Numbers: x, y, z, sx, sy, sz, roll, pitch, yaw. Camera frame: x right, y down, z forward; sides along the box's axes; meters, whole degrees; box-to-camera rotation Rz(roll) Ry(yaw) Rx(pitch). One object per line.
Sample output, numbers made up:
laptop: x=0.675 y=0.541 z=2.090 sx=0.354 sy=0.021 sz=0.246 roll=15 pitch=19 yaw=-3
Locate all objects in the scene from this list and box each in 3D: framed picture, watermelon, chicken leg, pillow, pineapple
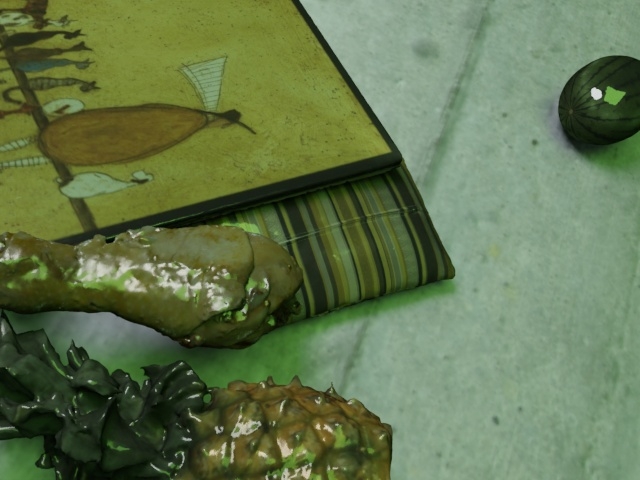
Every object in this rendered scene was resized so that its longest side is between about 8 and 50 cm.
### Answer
framed picture: x=-0.137 y=-0.115 z=0.559 sx=0.339 sy=0.014 sz=0.255 roll=-17 pitch=64 yaw=-28
watermelon: x=0.268 y=-0.131 z=0.715 sx=0.111 sy=0.078 sz=0.078 roll=-32 pitch=81 yaw=-31
chicken leg: x=-0.100 y=0.024 z=0.452 sx=0.198 sy=0.069 sz=0.084 roll=7 pitch=57 yaw=-24
pillow: x=0.000 y=0.000 z=0.568 sx=0.204 sy=0.038 sz=0.113 roll=-15 pitch=73 yaw=-27
pineapple: x=-0.084 y=0.116 z=0.442 sx=0.248 sy=0.128 sz=0.128 roll=20 pitch=60 yaw=-5
